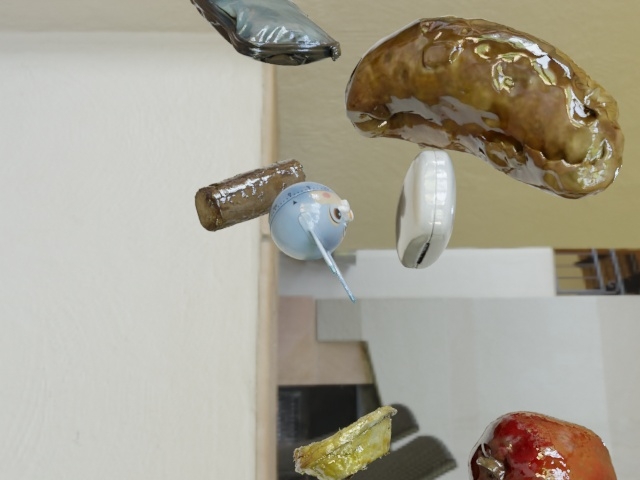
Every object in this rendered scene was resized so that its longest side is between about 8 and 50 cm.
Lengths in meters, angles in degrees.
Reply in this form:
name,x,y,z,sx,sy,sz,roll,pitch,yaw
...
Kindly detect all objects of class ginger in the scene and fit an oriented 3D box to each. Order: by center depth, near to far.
name,x,y,z,sx,sy,sz,roll,pitch,yaw
ginger,0.177,-0.156,0.758,0.172,0.321,0.165,-54,142,-17

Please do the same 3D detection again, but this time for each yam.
name,x,y,z,sx,sy,sz,roll,pitch,yaw
yam,-0.162,-0.113,1.744,0.131,0.280,0.131,33,-46,43

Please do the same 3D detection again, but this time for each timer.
name,x,y,z,sx,sy,sz,roll,pitch,yaw
timer,0.008,-0.018,1.396,0.255,0.175,0.175,31,-46,38

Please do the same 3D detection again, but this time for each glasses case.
name,x,y,z,sx,sy,sz,roll,pitch,yaw
glasses case,0.094,-0.023,0.654,0.193,0.049,0.074,76,17,-76

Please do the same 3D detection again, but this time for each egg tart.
name,x,y,z,sx,sy,sz,roll,pitch,yaw
egg tart,0.052,0.371,1.280,0.090,0.212,0.212,61,-9,12

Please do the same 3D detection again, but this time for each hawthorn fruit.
name,x,y,z,sx,sy,sz,roll,pitch,yaw
hawthorn fruit,0.321,0.361,1.083,0.215,0.250,0.215,-30,-128,47

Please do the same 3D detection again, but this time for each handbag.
name,x,y,z,sx,sy,sz,roll,pitch,yaw
handbag,-0.106,-0.402,1.301,0.332,0.192,0.075,51,-42,44
